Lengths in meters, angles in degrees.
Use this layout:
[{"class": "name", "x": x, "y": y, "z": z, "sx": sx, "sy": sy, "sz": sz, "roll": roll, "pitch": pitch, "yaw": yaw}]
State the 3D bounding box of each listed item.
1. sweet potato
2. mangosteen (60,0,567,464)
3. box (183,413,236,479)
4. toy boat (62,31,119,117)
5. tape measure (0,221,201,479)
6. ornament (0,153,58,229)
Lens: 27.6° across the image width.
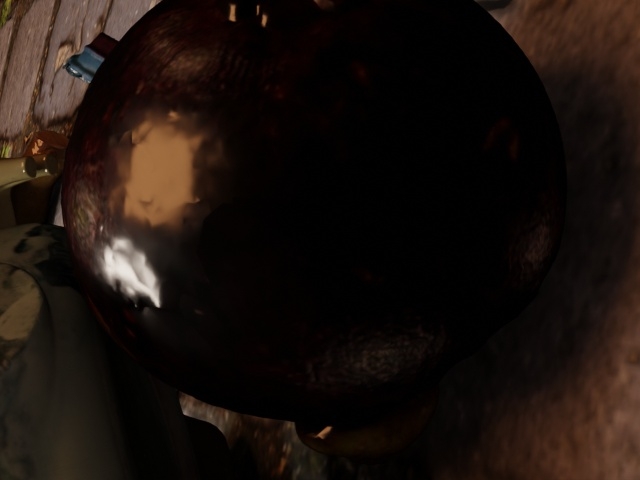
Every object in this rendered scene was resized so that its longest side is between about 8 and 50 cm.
[{"class": "sweet potato", "x": -0.377, "y": -0.011, "z": 1.620, "sx": 0.067, "sy": 0.059, "sz": 0.281, "roll": -102, "pitch": 35, "yaw": -62}, {"class": "mangosteen", "x": 0.000, "y": 0.000, "z": 0.602, "sx": 0.228, "sy": 0.228, "sz": 0.265, "roll": -114, "pitch": 13, "yaw": -56}, {"class": "box", "x": -0.112, "y": 0.297, "z": 0.828, "sx": 0.289, "sy": 0.073, "sz": 0.290, "roll": -62, "pitch": 26, "yaw": 27}, {"class": "toy boat", "x": -0.191, "y": -0.136, "z": 1.220, "sx": 0.097, "sy": 0.100, "sz": 0.223, "roll": -63, "pitch": 22, "yaw": 4}, {"class": "tape measure", "x": -0.147, "y": 0.124, "z": 0.650, "sx": 0.275, "sy": 0.147, "sz": 0.256, "roll": -110, "pitch": 4, "yaw": -83}, {"class": "ornament", "x": -0.399, "y": 0.015, "z": 1.563, "sx": 0.245, "sy": 0.061, "sz": 0.230, "roll": -3, "pitch": 98, "yaw": 39}]
